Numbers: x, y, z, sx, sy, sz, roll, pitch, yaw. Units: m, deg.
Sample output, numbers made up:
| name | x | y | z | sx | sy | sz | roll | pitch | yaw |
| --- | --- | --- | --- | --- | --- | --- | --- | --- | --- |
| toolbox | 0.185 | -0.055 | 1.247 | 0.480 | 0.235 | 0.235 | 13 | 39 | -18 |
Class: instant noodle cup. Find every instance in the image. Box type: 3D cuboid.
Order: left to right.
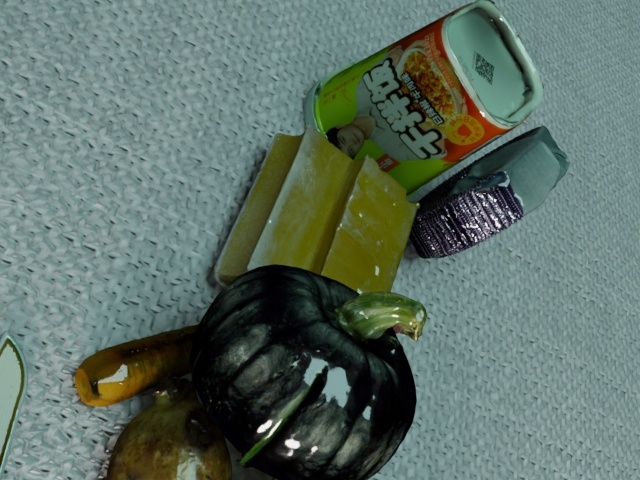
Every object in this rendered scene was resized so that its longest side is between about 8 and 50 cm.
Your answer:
| name | x | y | z | sx | sy | sz | roll | pitch | yaw |
| --- | --- | --- | --- | --- | --- | --- | --- | --- | --- |
| instant noodle cup | 0.179 | -0.229 | 1.341 | 0.294 | 0.308 | 0.294 | 17 | 62 | -36 |

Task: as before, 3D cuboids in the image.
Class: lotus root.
| name | x | y | z | sx | sy | sz | roll | pitch | yaw |
| --- | --- | --- | --- | --- | --- | --- | --- | --- | --- |
| lotus root | -0.178 | 0.285 | 0.943 | 0.128 | 0.145 | 0.260 | 67 | 23 | -67 |

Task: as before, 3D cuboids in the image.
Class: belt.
| name | x | y | z | sx | sy | sz | roll | pitch | yaw |
| --- | --- | --- | --- | --- | --- | --- | --- | --- | --- |
| belt | 0.297 | -0.085 | 1.414 | 0.325 | 0.260 | 0.122 | -35 | 95 | -33 |

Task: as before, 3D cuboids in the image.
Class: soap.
| name | x | y | z | sx | sy | sz | roll | pitch | yaw |
| --- | --- | --- | --- | --- | --- | --- | --- | --- | --- |
| soap | 0.000 | 0.000 | 1.219 | 0.259 | 0.143 | 0.281 | 36 | 58 | -25 |

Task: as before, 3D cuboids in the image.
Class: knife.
| name | x | y | z | sx | sy | sz | roll | pitch | yaw |
| --- | --- | --- | --- | --- | --- | --- | --- | --- | --- |
| knife | -0.374 | 0.260 | 0.862 | 0.061 | 0.027 | 0.343 | 23 | 59 | -27 |

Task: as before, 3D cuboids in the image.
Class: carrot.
| name | x | y | z | sx | sy | sz | roll | pitch | yaw |
| --- | --- | --- | --- | --- | --- | --- | --- | --- | --- |
| carrot | -0.190 | 0.151 | 1.038 | 0.260 | 0.070 | 0.070 | -11 | 80 | -45 |

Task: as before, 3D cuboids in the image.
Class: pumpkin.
| name | x | y | z | sx | sy | sz | roll | pitch | yaw |
| --- | --- | --- | --- | --- | --- | --- | --- | --- | --- |
| pumpkin | -0.003 | 0.140 | 0.962 | 0.295 | 0.296 | 0.296 | 17 | 63 | -35 |

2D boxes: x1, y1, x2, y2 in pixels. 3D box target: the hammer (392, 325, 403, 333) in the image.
| name | x | y | z | sx | sy | sz | roll | pitch | yaw |
| --- | --- | --- | --- | --- | --- | --- | --- | --- | --- |
| hammer | 0.087 | 0.109 | 1.150 | 0.083 | 0.043 | 0.043 | 25 | 58 | -42 |

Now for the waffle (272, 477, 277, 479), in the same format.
| name | x | y | z | sx | sy | sz | roll | pitch | yaw |
| --- | --- | --- | --- | --- | --- | --- | --- | --- | --- |
| waffle | 0.046 | 0.417 | 1.020 | 0.312 | 0.060 | 0.307 | 57 | 7 | 20 |
